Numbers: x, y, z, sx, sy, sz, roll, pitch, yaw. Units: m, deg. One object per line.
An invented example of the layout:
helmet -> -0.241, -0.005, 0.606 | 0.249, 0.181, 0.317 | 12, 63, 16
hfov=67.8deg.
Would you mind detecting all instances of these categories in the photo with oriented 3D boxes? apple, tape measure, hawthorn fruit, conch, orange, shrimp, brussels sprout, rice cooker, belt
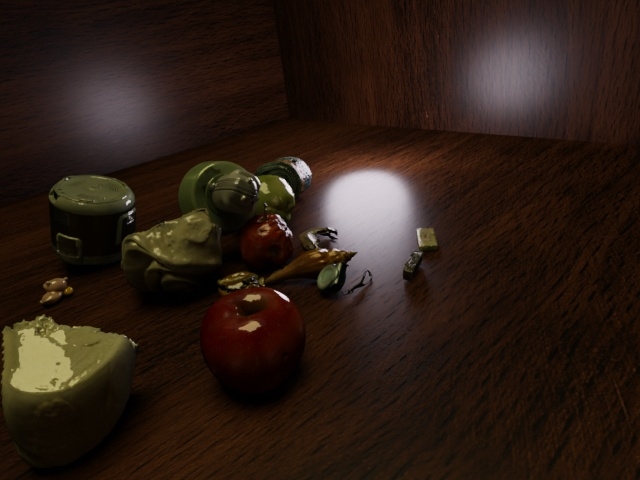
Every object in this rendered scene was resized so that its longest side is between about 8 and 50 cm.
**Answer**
apple -> -0.161, 0.244, 1.167 | 0.261, 0.216, 0.260 | -5, 25, 2
tape measure -> 0.081, 0.137, 1.548 | 0.180, 0.104, 0.107 | 16, -23, -38
hawthorn fruit -> -0.197, -0.021, 1.714 | 0.208, 0.243, 0.207 | 0, 30, 0
conch -> -0.031, 0.098, 1.599 | 0.331, 0.109, 0.093 | -23, 57, -1
orange -> -0.252, 0.158, 1.506 | 0.170, 0.112, 0.160 | 2, 1, -43
shrimp -> 0.000, 0.000, 1.849 | 0.152, 0.046, 0.219 | -14, 25, -5
brussels sprout -> -0.237, -0.154, 2.042 | 0.317, 0.242, 0.274 | -16, 1, -30
rice cooker -> -0.921, -0.069, 1.937 | 0.335, 0.325, 0.335 | 11, 27, -6
belt -> -0.203, -0.301, 2.358 | 0.295, 0.206, 0.160 | 3, 25, 24

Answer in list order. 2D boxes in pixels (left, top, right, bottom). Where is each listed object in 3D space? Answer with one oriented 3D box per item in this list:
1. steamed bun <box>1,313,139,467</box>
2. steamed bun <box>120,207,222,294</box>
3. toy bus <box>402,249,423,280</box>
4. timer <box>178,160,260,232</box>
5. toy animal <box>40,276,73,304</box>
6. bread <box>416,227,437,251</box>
steamed bun -> -0.538, 0.317, 1.058 | 0.272, 0.290, 0.273 | -11, 42, -21
steamed bun -> -0.485, 0.073, 1.610 | 0.394, 0.237, 0.347 | -30, -9, 29
toy bus -> 0.307, 0.082, 1.577 | 0.037, 0.052, 0.130 | 10, 32, 23
timer -> -0.324, -0.164, 1.714 | 0.291, 0.290, 0.315 | -24, 11, -31
toy animal -> -0.958, 0.174, 1.702 | 0.091, 0.081, 0.114 | 6, 29, 30
bread -> 0.393, -0.005, 1.768 | 0.068, 0.028, 0.153 | -2, 27, 9
